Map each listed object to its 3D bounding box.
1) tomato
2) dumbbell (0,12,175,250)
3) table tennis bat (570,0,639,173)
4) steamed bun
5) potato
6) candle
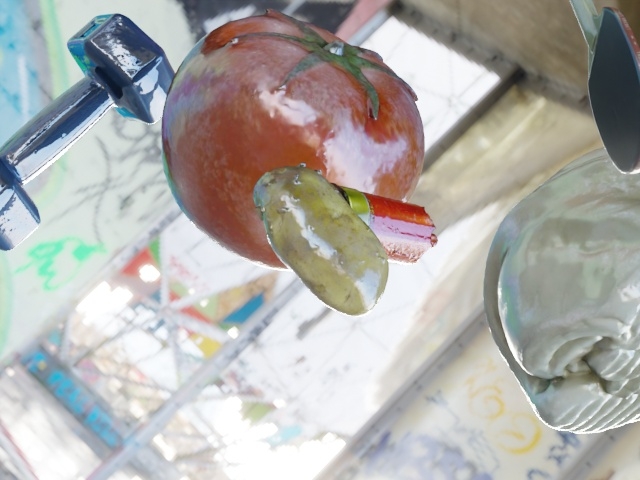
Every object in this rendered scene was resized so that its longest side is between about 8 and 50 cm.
[{"bbox_3d":[-0.032,-0.092,1.097,0.265,0.265,0.265,44,-11,10],"label":"tomato"},{"bbox_3d":[-0.325,-0.138,1.346,0.156,0.316,0.143,44,-16,3],"label":"dumbbell"},{"bbox_3d":[0.173,-0.111,0.669,0.087,0.013,0.156,83,-2,-55],"label":"table tennis bat"},{"bbox_3d":[0.340,0.032,1.170,0.255,0.368,0.342,64,-33,34],"label":"steamed bun"},{"bbox_3d":[0.000,0.000,0.521,0.083,0.051,0.040,53,-50,5],"label":"potato"},{"bbox_3d":[0.045,-0.010,0.837,0.131,0.052,0.052,9,18,-43],"label":"candle"}]
